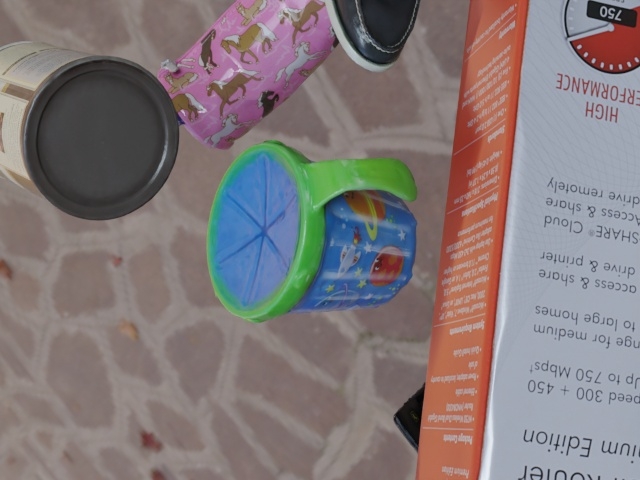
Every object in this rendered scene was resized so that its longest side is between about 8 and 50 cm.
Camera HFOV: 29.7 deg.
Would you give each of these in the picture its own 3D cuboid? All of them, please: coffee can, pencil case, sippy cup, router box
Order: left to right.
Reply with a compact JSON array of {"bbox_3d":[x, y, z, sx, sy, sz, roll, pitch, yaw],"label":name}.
[{"bbox_3d":[-0.333,-0.151,1.574,0.275,0.202,0.201,22,137,55],"label":"coffee can"},{"bbox_3d":[-0.086,-0.319,1.914,0.386,0.167,0.160,-42,59,13],"label":"pencil case"},{"bbox_3d":[0.000,0.000,1.626,0.305,0.224,0.240,11,92,53],"label":"sippy cup"},{"bbox_3d":[0.223,0.001,0.517,0.336,0.301,0.082,9,170,-11],"label":"router box"}]

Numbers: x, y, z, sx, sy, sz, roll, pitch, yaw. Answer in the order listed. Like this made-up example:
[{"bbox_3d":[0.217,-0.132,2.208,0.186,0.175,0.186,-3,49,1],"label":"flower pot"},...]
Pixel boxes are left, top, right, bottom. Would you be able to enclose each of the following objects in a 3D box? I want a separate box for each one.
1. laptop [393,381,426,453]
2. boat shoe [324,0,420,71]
[{"bbox_3d":[0.230,0.207,1.270,0.136,0.264,0.234,-39,84,23],"label":"laptop"},{"bbox_3d":[0.089,-0.367,1.451,0.127,0.340,0.113,25,149,-27],"label":"boat shoe"}]
